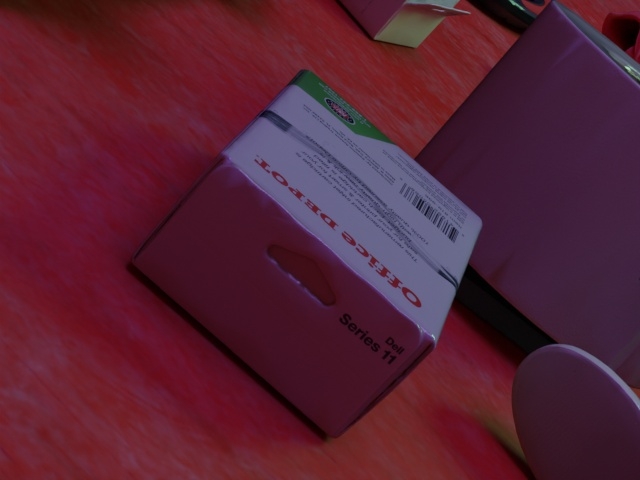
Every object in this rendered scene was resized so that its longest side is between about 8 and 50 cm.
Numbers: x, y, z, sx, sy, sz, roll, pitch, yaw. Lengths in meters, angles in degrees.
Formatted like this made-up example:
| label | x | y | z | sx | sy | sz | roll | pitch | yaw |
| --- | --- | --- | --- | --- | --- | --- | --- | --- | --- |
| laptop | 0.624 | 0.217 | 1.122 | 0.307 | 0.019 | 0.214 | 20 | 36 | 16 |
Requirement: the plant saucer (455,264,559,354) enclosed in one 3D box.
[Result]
| label | x | y | z | sx | sy | sz | roll | pitch | yaw |
| --- | --- | --- | --- | --- | --- | --- | --- | --- | --- |
| plant saucer | 0.149 | 0.058 | 1.167 | 0.192 | 0.018 | 0.067 | 38 | 23 | -13 |

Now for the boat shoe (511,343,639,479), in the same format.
| label | x | y | z | sx | sy | sz | roll | pitch | yaw |
| --- | --- | --- | --- | --- | --- | --- | --- | --- | --- |
| boat shoe | 0.201 | 0.160 | 1.005 | 0.227 | 0.079 | 0.081 | 53 | 17 | 9 |

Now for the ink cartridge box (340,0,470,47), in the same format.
| label | x | y | z | sx | sy | sz | roll | pitch | yaw |
| --- | --- | --- | --- | --- | --- | --- | --- | --- | --- |
| ink cartridge box | 0.064 | -0.245 | 1.476 | 0.143 | 0.090 | 0.092 | 52 | 24 | 19 |

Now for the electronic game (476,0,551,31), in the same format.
| label | x | y | z | sx | sy | sz | roll | pitch | yaw |
| --- | --- | --- | --- | --- | --- | --- | --- | --- | --- |
| electronic game | 0.191 | -0.320 | 1.879 | 0.229 | 0.048 | 0.229 | 35 | 23 | -17 |

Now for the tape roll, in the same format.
| label | x | y | z | sx | sy | sz | roll | pitch | yaw |
| --- | --- | --- | --- | --- | --- | --- | --- | --- | --- |
| tape roll | 0.205 | -0.033 | 1.189 | 0.246 | 0.169 | 0.246 | 38 | 15 | -12 |

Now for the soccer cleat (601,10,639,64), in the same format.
| label | x | y | z | sx | sy | sz | roll | pitch | yaw |
| --- | --- | --- | --- | --- | --- | --- | --- | --- | --- |
| soccer cleat | 0.420 | -0.183 | 1.968 | 0.116 | 0.108 | 0.318 | 13 | 33 | -11 |

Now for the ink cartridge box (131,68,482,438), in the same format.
| label | x | y | z | sx | sy | sz | roll | pitch | yaw |
| --- | --- | --- | --- | --- | --- | --- | --- | --- | --- |
| ink cartridge box | 0.000 | 0.000 | 0.932 | 0.153 | 0.087 | 0.208 | 42 | 21 | -2 |
